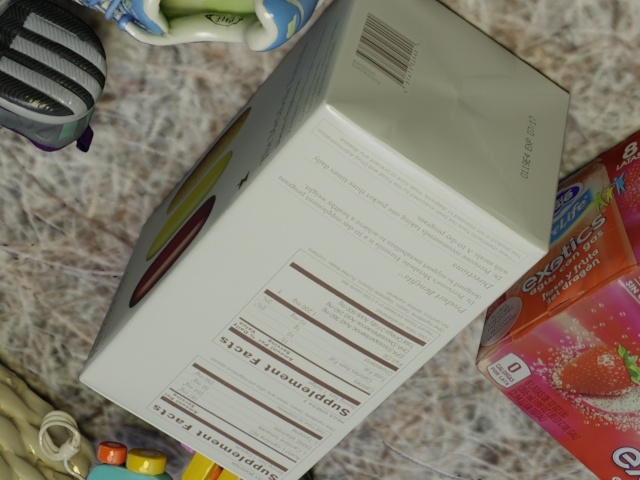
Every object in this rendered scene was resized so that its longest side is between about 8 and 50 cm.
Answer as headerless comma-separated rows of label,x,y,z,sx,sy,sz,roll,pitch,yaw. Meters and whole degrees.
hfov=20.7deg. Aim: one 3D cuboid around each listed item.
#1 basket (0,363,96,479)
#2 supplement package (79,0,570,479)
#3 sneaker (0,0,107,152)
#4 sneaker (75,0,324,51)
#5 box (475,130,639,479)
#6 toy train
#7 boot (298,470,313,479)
basket,-0.363,0.174,1.051,0.266,0.328,0.331,-33,114,29
supplement package,0.000,0.000,0.926,0.134,0.139,0.244,33,128,-14
sneaker,-0.219,-0.113,0.940,0.223,0.083,0.098,32,158,4
sneaker,-0.098,-0.148,0.871,0.211,0.081,0.080,11,130,6
box,0.217,0.077,0.936,0.257,0.128,0.122,42,127,-18
toy train,-0.089,0.116,1.085,0.166,0.046,0.125,-31,79,24
boot,-0.087,0.250,1.137,0.083,0.161,0.246,28,130,-8
